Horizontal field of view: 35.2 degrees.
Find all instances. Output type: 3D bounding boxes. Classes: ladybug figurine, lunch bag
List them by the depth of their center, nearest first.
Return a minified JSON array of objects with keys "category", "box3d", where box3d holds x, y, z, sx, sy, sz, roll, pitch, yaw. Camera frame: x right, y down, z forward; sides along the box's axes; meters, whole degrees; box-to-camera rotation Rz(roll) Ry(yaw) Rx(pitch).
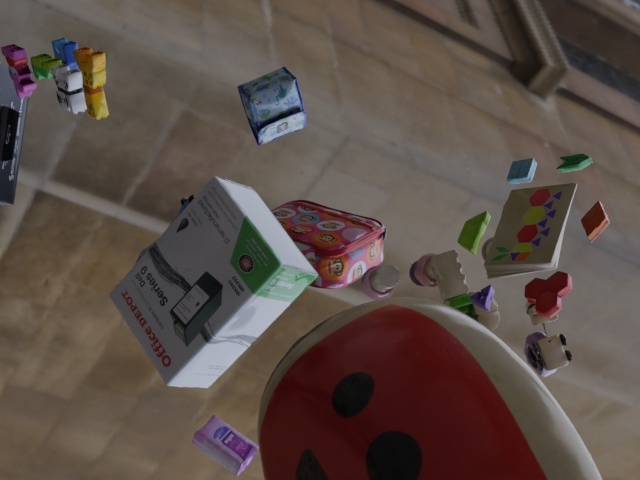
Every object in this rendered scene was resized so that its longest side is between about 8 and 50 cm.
[{"category":"ladybug figurine","box3d":[0.076,0.222,0.867,0.449,0.162,0.305,42,-58,51]},{"category":"lunch bag","box3d":[0.000,0.000,2.325,0.293,0.258,0.120,17,-61,35]},{"category":"lunch bag","box3d":[-0.107,-0.305,2.344,0.096,0.128,0.151,-126,-163,-50]}]

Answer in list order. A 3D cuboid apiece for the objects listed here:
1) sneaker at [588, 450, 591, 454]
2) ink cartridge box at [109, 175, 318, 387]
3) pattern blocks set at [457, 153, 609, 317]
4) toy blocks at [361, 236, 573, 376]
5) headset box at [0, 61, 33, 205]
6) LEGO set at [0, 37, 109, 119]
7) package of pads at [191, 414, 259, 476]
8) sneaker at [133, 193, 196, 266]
[{"category":"sneaker","box3d":[0.343,0.414,1.716,0.258,0.094,0.091,-46,-129,21]},{"category":"ink cartridge box","box3d":[-0.180,0.074,1.663,0.289,0.121,0.211,-47,-118,16]},{"category":"pattern blocks set","box3d":[0.361,-0.015,1.732,0.285,0.026,0.325,5,-122,49]},{"category":"toy blocks","box3d":[0.256,0.154,1.918,0.260,0.309,0.289,125,-51,-79]},{"category":"headset box","box3d":[-0.579,-0.178,1.574,0.293,0.110,0.218,10,-87,32]},{"category":"LEGO set","box3d":[-0.333,-0.205,1.341,0.227,0.087,0.093,27,-48,49]},{"category":"package of pads","box3d":[-0.132,0.284,1.399,0.050,0.083,0.032,-41,160,-52]},{"category":"sneaker","box3d":[-0.236,0.002,1.915,0.330,0.129,0.147,-19,-129,47]}]
